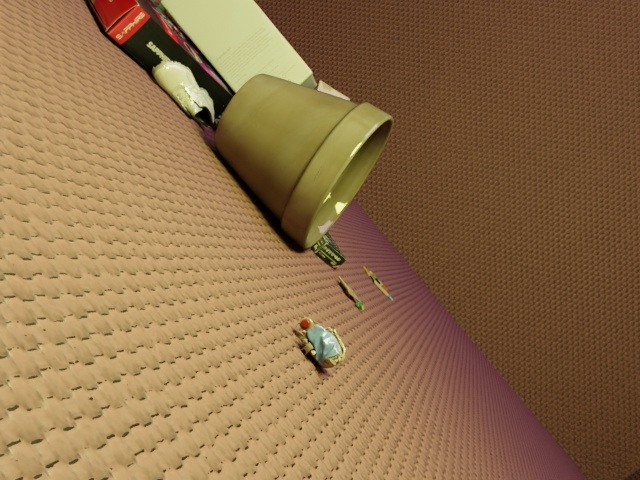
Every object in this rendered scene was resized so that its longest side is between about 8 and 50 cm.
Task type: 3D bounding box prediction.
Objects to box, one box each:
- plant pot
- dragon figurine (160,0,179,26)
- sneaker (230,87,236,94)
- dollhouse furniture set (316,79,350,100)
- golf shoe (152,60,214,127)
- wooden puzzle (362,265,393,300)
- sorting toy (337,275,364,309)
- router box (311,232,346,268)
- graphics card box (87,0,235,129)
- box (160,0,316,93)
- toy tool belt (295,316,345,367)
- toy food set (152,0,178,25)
[{"bbox_3d":[-0.053,-0.188,1.417,0.280,0.323,0.323,34,7,7],"label":"plant pot"},{"bbox_3d":[-0.432,-0.653,1.969,0.144,0.085,0.289,16,-11,26],"label":"dragon figurine"},{"bbox_3d":[-0.237,-0.375,1.869,0.293,0.102,0.146,51,3,-22],"label":"sneaker"},{"bbox_3d":[-0.030,-0.214,1.701,0.135,0.262,0.259,26,56,-21],"label":"dollhouse furniture set"},{"bbox_3d":[-0.275,-0.303,1.439,0.176,0.069,0.086,38,21,-50],"label":"golf shoe"},{"bbox_3d":[0.171,0.124,2.024,0.116,0.014,0.078,45,10,-30],"label":"wooden puzzle"},{"bbox_3d":[0.068,0.119,1.520,0.062,0.012,0.083,48,4,-44],"label":"sorting toy"},{"bbox_3d":[0.000,0.000,1.605,0.092,0.038,0.122,41,11,-47],"label":"router box"},{"bbox_3d":[-0.342,-0.424,1.518,0.371,0.094,0.233,41,11,-52],"label":"graphics card box"},{"bbox_3d":[-0.183,-0.462,1.638,0.345,0.168,0.215,50,6,-3],"label":"box"},{"bbox_3d":[-0.003,0.138,0.951,0.083,0.052,0.051,51,0,13],"label":"toy tool belt"},{"bbox_3d":[-0.428,-0.596,1.806,0.128,0.071,0.218,53,18,17],"label":"toy food set"}]
